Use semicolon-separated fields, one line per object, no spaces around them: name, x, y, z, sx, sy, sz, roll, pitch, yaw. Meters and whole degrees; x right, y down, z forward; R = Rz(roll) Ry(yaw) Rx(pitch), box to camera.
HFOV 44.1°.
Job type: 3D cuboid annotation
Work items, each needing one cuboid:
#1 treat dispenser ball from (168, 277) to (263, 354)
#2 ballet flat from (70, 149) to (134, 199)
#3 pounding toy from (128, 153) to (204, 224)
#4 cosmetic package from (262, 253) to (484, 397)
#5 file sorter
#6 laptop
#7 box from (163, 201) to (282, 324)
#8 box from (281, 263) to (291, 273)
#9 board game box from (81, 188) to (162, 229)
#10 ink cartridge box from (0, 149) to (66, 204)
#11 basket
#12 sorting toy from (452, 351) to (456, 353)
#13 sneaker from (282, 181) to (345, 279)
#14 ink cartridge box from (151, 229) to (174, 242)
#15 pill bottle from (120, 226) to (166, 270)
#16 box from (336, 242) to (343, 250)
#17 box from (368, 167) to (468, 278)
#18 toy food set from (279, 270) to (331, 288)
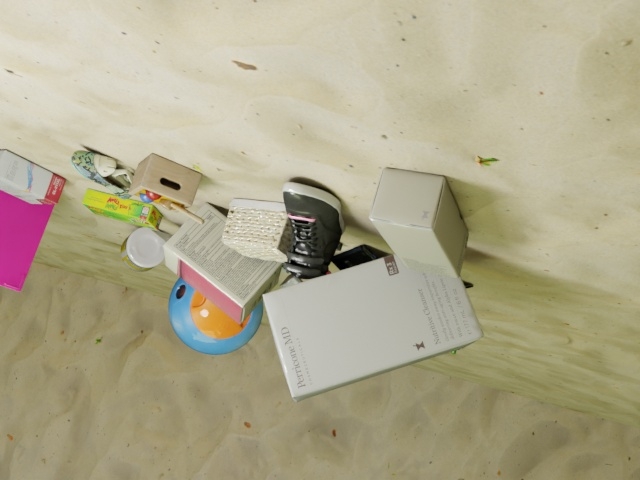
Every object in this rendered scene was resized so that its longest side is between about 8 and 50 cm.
treat dispenser ball;-0.319;0.204;2.411;0.288;0.288;0.288;15;166;4
ballet flat;-0.448;-0.147;1.681;0.070;0.070;0.188;10;167;26
pounding toy;-0.303;-0.096;1.597;0.141;0.100;0.130;22;166;-23
cosmetic package;0.095;0.161;1.568;0.384;0.217;0.156;-18;167;-7
file sorter;-0.855;-0.040;2.073;0.202;0.291;0.182;25;166;-33
laptop;0.188;0.077;1.898;0.264;0.136;0.234;45;161;-7
box;-0.222;0.054;1.800;0.232;0.149;0.127;37;156;9
box;-0.161;0.030;2.017;0.244;0.060;0.100;10;166;25
board game box;-0.507;-0.079;2.025;0.181;0.043;0.092;14;166;9
ink cartridge box;-0.739;-0.154;1.937;0.127;0.072;0.175;5;162;41
basket;-0.114;-0.018;1.682;0.167;0.103;0.113;8;163;33
sorting toy;0.241;0.238;2.239;0.365;0.126;0.127;16;166;5
sneaker;-0.024;-0.006;1.534;0.104;0.147;0.296;14;165;16
ink cartridge box;-0.324;0.052;2.094;0.189;0.066;0.232;34;-165;35
pill bottle;-0.522;0.030;2.316;0.119;0.119;0.208;21;166;-18
box;0.000;0.000;1.799;0.067;0.018;0.083;3;161;44
box;0.175;-0.023;1.347;0.113;0.094;0.275;11;165;20
toy food set;-0.047;0.059;1.866;0.232;0.111;0.104;47;153;-10
